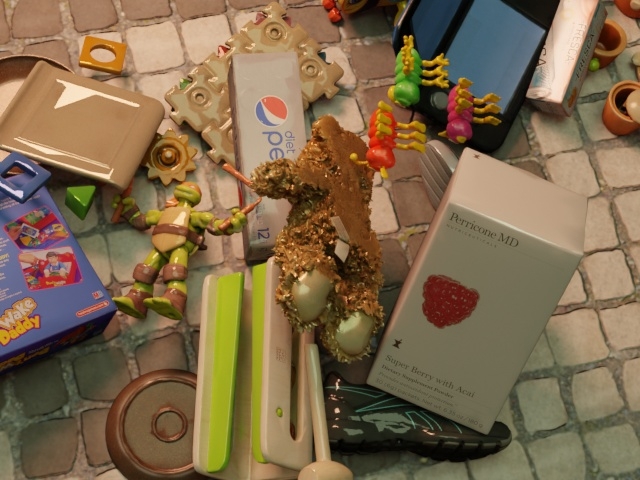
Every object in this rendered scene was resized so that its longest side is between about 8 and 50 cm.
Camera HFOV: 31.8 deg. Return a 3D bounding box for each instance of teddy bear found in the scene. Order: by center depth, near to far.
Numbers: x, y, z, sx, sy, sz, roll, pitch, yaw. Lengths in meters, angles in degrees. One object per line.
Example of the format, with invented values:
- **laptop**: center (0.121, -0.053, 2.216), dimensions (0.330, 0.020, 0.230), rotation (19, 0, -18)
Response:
- **teddy bear**: center (0.000, 0.000, 1.433), dimensions (0.245, 0.113, 0.338), rotation (20, 49, -44)

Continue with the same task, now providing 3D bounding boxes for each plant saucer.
- **plant saucer**: center (-0.200, 0.247, 1.483), dimensions (0.168, 0.029, 0.168), rotation (2, 67, -5)
- **plant saucer**: center (-0.430, -0.177, 1.632), dimensions (0.199, 0.036, 0.198), rotation (3, 66, -7)

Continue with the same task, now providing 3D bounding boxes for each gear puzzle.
- **gear puzzle**: center (-0.129, -0.194, 1.677), dimensions (0.175, 0.044, 0.339), rotation (45, 72, 2)

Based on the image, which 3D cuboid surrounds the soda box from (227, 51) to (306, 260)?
- **soda box**: center (-0.071, -0.119, 1.598), dimensions (0.098, 0.091, 0.286), rotation (-4, 77, -11)

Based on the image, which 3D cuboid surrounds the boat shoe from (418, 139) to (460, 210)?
- **boat shoe**: center (0.226, -0.051, 1.648), dimensions (0.076, 0.083, 0.226), rotation (-23, 80, -32)

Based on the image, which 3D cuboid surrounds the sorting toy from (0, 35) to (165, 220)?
- **sorting toy**: center (-0.336, -0.156, 1.574), dimensions (0.196, 0.047, 0.347), rotation (20, 48, -2)

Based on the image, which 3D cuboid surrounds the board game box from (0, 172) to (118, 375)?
- **board game box**: center (-0.469, 0.067, 1.431), dimensions (0.347, 0.078, 0.233), rotation (-22, 73, -37)

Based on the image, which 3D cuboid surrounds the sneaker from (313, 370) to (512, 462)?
- **sneaker**: center (0.123, 0.231, 1.492), dimensions (0.267, 0.101, 0.106), rotation (6, 64, -5)

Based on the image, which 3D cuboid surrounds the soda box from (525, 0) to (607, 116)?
- **soda box**: center (0.381, -0.288, 1.734), dimensions (0.063, 0.058, 0.183), rotation (16, 81, 31)

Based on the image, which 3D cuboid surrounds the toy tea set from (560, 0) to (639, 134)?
- **toy tea set**: center (0.498, -0.330, 1.768), dimensions (0.200, 0.124, 0.336), rotation (-9, 68, -11)

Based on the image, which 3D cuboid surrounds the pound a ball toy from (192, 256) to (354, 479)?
- **pound a ball toy**: center (-0.041, 0.187, 1.445), dimensions (0.208, 0.136, 0.319), rotation (-17, 62, 33)

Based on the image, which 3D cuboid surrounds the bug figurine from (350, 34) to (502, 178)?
- **bug figurine**: center (0.155, -0.146, 1.537), dimensions (0.279, 0.072, 0.216), rotation (25, 63, -38)

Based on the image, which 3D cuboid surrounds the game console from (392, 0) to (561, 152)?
- **game console**: center (0.243, -0.322, 1.665), dimensions (0.250, 0.173, 0.293), rotation (31, 74, -9)

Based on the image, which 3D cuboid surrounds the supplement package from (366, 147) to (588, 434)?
- **supplement package**: center (0.200, 0.064, 1.445), dimensions (0.178, 0.293, 0.175), rotation (23, 30, 3)

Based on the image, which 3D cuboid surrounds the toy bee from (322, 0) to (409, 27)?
- **toy bee**: center (0.080, -0.413, 1.756), dimensions (0.298, 0.162, 0.195), rotation (15, 55, -28)

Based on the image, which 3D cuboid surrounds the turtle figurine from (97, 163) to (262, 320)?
- **turtle figurine**: center (-0.214, 0.000, 1.547), dimensions (0.270, 0.087, 0.217), rotation (7, 64, 23)
